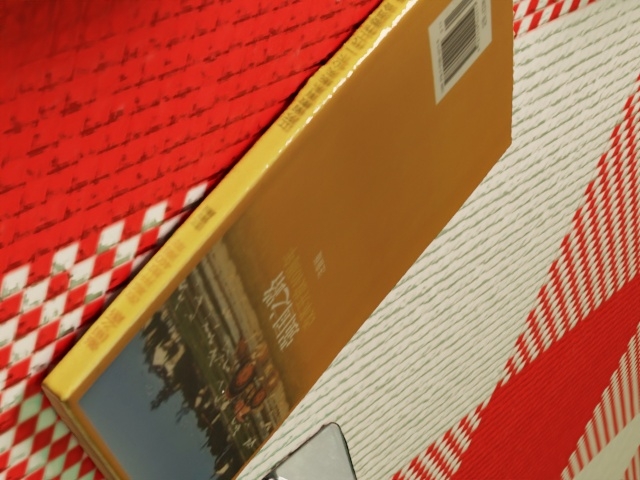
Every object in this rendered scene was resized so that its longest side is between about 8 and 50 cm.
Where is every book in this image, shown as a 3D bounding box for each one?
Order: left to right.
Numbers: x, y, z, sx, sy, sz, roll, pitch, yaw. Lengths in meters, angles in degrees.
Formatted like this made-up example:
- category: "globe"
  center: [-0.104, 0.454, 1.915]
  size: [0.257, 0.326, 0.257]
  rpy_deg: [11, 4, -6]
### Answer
- category: "book"
  center: [0.000, 0.000, 0.872]
  size: [0.374, 0.028, 0.262]
  rpy_deg: [-49, 158, -18]

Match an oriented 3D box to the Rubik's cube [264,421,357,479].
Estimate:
- category: "Rubik's cube"
  center: [0.002, 0.248, 1.066]
  size: [0.284, 0.250, 0.234]
  rpy_deg: [65, 42, -60]
